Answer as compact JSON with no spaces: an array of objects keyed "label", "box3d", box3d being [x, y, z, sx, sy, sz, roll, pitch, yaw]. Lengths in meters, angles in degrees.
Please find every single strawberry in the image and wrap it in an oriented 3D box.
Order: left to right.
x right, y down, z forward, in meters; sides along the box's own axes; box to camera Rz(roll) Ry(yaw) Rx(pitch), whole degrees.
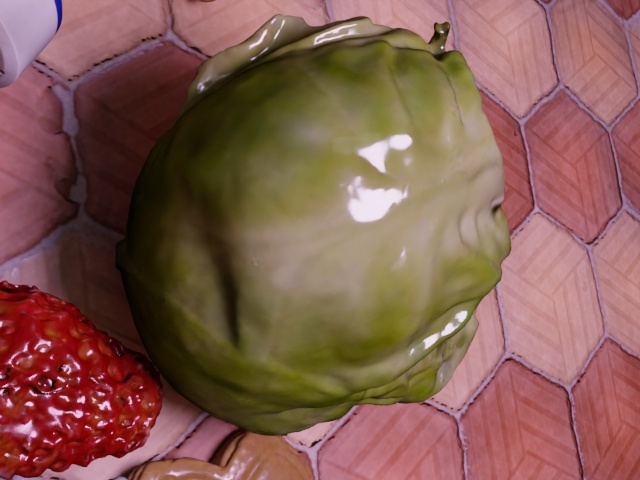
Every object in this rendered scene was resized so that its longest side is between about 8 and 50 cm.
[{"label":"strawberry","box3d":[-0.238,0.109,0.658,0.236,0.111,0.190,18,36,-28]}]

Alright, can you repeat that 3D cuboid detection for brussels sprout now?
[{"label":"brussels sprout","box3d":[-0.019,0.003,0.746,0.361,0.425,0.342,-25,50,-15]}]

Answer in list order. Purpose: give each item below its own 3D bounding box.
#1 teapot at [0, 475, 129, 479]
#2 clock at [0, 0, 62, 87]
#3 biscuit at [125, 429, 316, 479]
[{"label":"teapot","box3d":[-0.298,0.279,0.593,0.294,0.129,0.193,-22,84,-53]},{"label":"clock","box3d":[-0.342,-0.234,0.633,0.230,0.230,0.083,40,63,-21]},{"label":"biscuit","box3d":[-0.127,0.359,0.749,0.269,0.051,0.376,51,53,-15]}]
